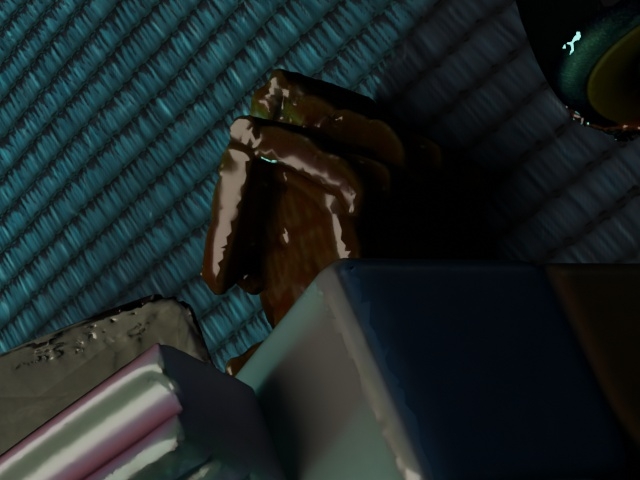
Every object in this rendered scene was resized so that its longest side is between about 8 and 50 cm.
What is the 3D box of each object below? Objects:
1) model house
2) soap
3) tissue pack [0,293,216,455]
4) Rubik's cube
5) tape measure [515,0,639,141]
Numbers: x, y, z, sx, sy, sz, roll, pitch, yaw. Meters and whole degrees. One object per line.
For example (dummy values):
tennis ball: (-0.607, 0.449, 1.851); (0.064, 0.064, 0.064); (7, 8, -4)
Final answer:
model house: (0.000, 0.002, 1.225); (0.220, 0.199, 0.229); (-28, 70, 37)
soap: (-0.087, 0.115, 0.824); (0.149, 0.100, 0.056); (-36, 50, 19)
tissue pack: (-0.135, 0.224, 1.277); (0.198, 0.210, 0.370); (59, 164, 28)
Rubik's cube: (0.114, 0.236, 0.919); (0.347, 0.347, 0.344); (-51, 51, 40)
tape measure: (0.199, -0.134, 0.934); (0.223, 0.202, 0.135); (-38, 56, 42)
